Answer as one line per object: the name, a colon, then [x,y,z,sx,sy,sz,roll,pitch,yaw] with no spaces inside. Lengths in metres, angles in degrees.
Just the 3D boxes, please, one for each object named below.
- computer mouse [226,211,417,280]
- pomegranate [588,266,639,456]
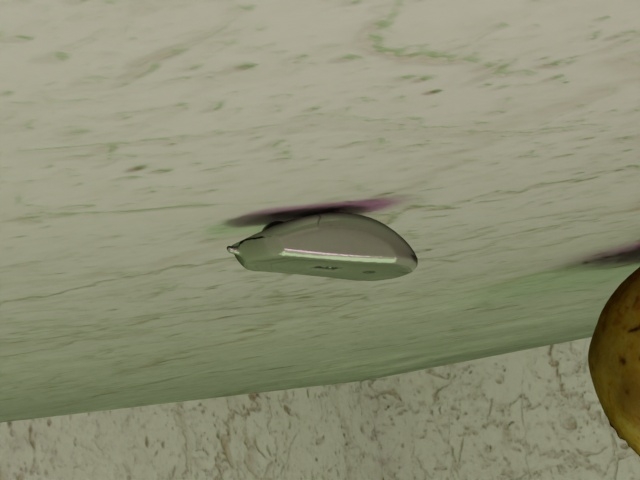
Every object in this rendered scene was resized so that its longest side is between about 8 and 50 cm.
computer mouse: [0.000,0.000,0.757,0.110,0.032,0.056,5,165,-25]
pomegranate: [0.380,0.114,1.288,0.260,0.260,0.260,-9,172,-1]
